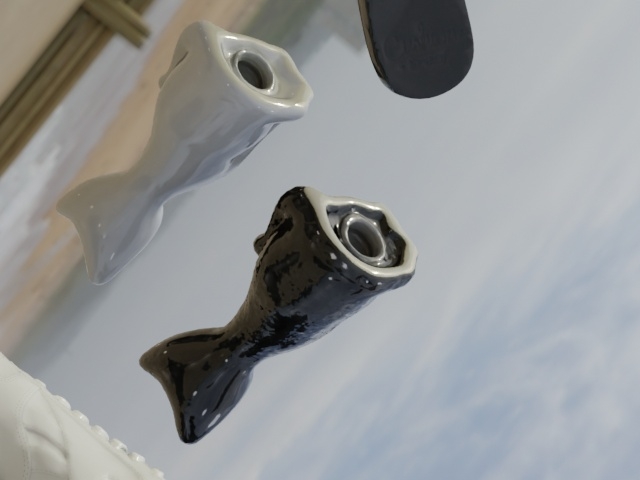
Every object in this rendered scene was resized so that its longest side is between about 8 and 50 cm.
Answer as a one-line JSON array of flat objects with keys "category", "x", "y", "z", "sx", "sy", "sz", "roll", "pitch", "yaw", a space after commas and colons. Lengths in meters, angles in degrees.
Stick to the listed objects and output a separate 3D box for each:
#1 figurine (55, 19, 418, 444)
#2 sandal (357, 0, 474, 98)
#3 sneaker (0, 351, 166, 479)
[{"category": "figurine", "x": -0.074, "y": -0.001, "z": 0.965, "sx": 0.209, "sy": 0.215, "sz": 0.092, "roll": -42, "pitch": 160, "yaw": 30}, {"category": "sandal", "x": 0.033, "y": -0.152, "z": 0.663, "sx": 0.067, "sy": 0.179, "sz": 0.040, "roll": -21, "pitch": -170, "yaw": -12}, {"category": "sneaker", "x": -0.127, "y": 0.116, "z": 0.675, "sx": 0.094, "sy": 0.235, "sz": 0.090, "roll": -15, "pitch": 141, "yaw": -34}]
